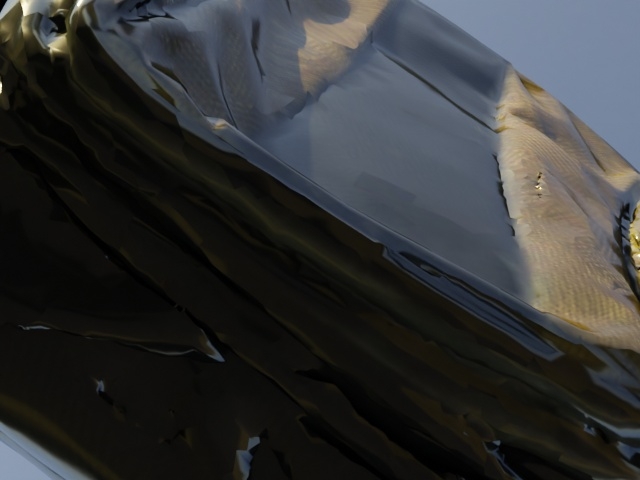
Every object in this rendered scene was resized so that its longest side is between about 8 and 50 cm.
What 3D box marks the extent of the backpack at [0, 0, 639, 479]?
[{"bbox_3d":[0.000,0.000,0.463,0.206,0.258,0.133,36,-68,-6],"label":"backpack"}]
